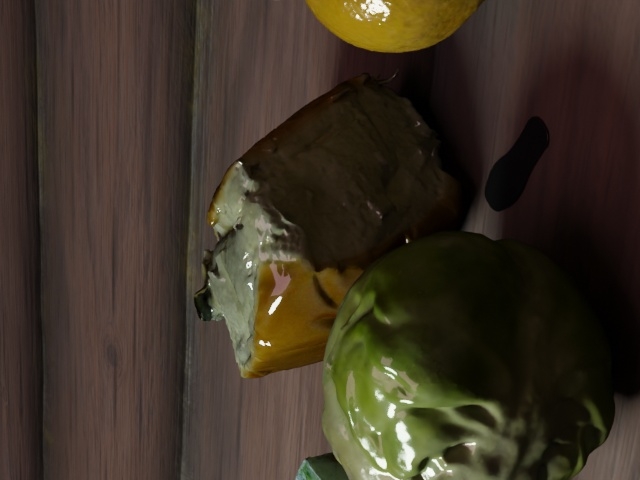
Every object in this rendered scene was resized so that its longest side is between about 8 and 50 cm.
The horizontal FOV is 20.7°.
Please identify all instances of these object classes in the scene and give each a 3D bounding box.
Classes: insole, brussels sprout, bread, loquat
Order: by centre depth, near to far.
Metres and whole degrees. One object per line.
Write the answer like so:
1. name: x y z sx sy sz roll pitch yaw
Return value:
1. loquat: 0.068 -0.279 1.600 0.208 0.208 0.208 34 131 50
2. brussels sprout: 0.138 0.138 1.607 0.242 0.274 0.317 4 112 37
3. insole: 0.188 -0.072 1.689 0.045 0.002 0.135 60 148 24
4. bread: 0.000 0.000 1.794 0.225 0.279 0.250 52 147 12

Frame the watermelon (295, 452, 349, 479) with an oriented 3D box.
1. watermelon: 0.141 0.294 1.847 0.320 0.214 0.289 12 159 18
